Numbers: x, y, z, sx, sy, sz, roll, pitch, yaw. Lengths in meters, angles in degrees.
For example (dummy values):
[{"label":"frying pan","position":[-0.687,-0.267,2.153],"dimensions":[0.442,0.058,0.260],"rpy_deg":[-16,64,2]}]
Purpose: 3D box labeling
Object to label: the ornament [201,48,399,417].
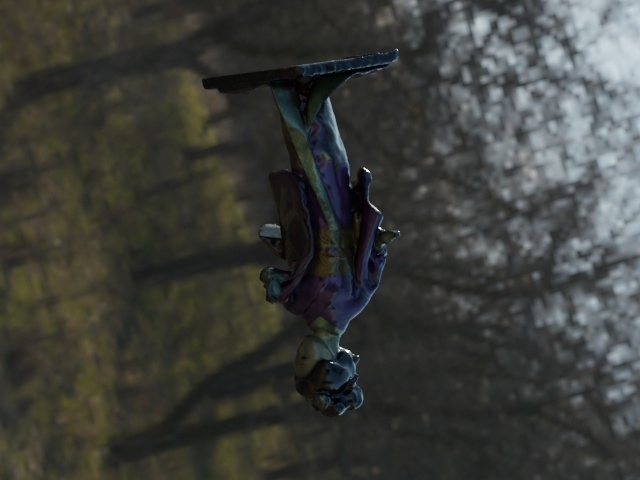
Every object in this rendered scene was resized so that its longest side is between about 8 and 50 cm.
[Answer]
[{"label":"ornament","position":[-0.006,-0.002,0.925],"dimensions":[0.088,0.081,0.203],"rpy_deg":[2,-86,47]}]
